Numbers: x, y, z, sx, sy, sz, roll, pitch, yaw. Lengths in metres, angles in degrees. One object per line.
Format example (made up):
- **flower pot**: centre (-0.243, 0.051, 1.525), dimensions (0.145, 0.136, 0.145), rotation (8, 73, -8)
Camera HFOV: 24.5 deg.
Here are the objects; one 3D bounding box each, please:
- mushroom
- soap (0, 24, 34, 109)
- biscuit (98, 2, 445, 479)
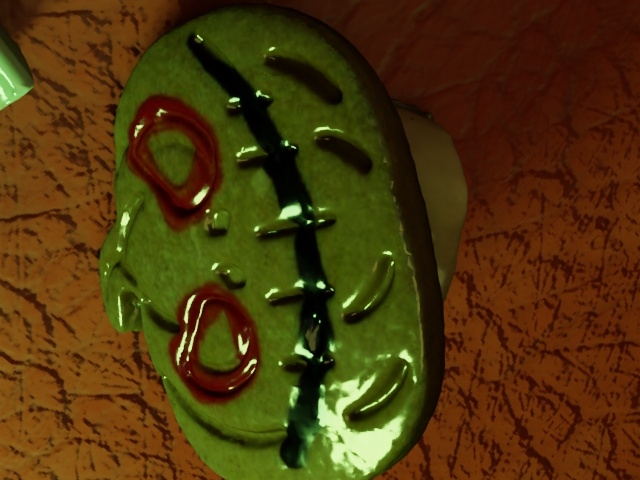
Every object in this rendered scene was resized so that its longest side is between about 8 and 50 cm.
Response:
- **mushroom**: centre (-0.001, 0.004, 1.156), dimensions (0.162, 0.173, 0.236), rotation (19, 105, -20)
- **soap**: centre (-0.287, -0.179, 1.021), dimensions (0.066, 0.119, 0.198), rotation (-35, 117, 0)
- **biscuit**: centre (-0.056, 0.014, 1.098), dimensions (0.063, 0.314, 0.367), rotation (-18, 96, -53)
